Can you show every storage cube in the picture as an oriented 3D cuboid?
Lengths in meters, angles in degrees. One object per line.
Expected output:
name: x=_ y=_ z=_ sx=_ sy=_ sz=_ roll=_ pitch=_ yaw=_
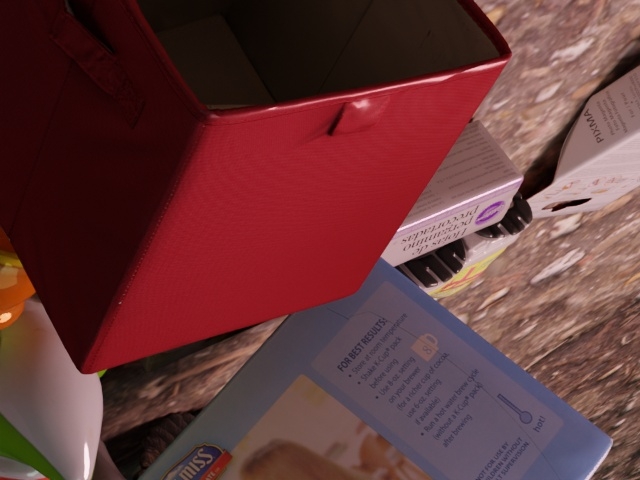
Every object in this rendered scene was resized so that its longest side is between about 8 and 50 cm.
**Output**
storage cube: x=-0.057 y=-0.076 z=0.814 sx=0.215 sy=0.183 sz=0.193 roll=-15 pitch=149 yaw=-39

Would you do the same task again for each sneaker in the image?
sneaker: x=0.080 y=0.020 z=1.298 sx=0.208 sy=0.081 sz=0.094 roll=-17 pitch=152 yaw=-37

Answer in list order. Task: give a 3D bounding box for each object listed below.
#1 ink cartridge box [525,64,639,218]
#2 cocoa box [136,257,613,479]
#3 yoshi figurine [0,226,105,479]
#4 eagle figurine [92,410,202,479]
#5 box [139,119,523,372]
ink cartridge box: x=0.274 y=-0.093 z=1.411 sx=0.232 sy=0.066 sz=0.189 roll=-27 pitch=166 yaw=40
cocoa box: x=-0.008 y=0.221 z=1.107 sx=0.347 sy=0.231 sz=0.228 roll=-47 pitch=169 yaw=-23
yoshi figurine: x=-0.228 y=0.101 z=0.995 sx=0.203 sy=0.204 sz=0.362 roll=-73 pitch=-175 yaw=-62
eagle figurine: x=-0.103 y=0.257 z=1.346 sx=0.298 sy=0.226 sz=0.225 roll=-5 pitch=-178 yaw=-23
box: x=0.000 y=0.000 z=1.174 sx=0.324 sy=0.067 sz=0.063 roll=-23 pitch=155 yaw=-28
